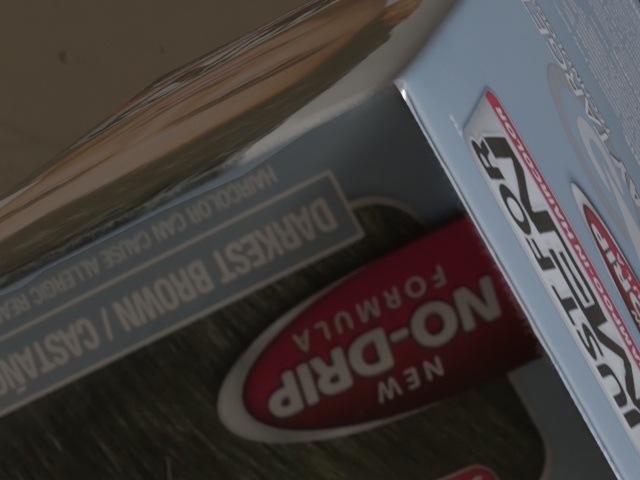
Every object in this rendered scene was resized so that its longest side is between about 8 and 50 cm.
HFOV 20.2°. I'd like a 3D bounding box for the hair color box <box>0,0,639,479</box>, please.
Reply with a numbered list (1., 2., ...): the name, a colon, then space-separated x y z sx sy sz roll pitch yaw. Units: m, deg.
1. hair color box: 0.000 0.000 0.516 0.185 0.374 0.113 -27 -79 18
